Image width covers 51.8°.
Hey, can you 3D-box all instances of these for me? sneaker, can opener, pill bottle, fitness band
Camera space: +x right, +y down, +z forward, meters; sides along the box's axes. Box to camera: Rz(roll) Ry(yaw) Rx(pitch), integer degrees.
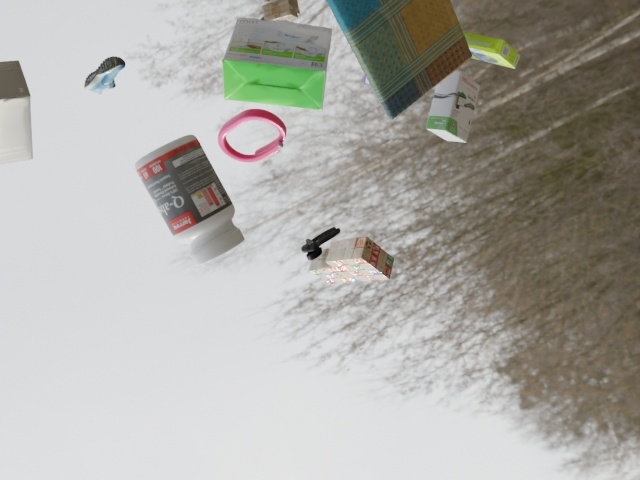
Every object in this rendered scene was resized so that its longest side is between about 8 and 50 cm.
[{"bbox_3d":[-0.666,-0.517,2.071,0.073,0.162,0.063,33,-141,-46],"label":"sneaker"},{"bbox_3d":[0.000,0.000,2.471,0.186,0.059,0.073,-40,-48,-33],"label":"can opener"},{"bbox_3d":[-0.391,-0.121,2.015,0.363,0.210,0.210,62,-154,-8],"label":"pill bottle"},{"bbox_3d":[-0.265,-0.398,2.531,0.209,0.291,0.054,35,-133,-34],"label":"fitness band"}]

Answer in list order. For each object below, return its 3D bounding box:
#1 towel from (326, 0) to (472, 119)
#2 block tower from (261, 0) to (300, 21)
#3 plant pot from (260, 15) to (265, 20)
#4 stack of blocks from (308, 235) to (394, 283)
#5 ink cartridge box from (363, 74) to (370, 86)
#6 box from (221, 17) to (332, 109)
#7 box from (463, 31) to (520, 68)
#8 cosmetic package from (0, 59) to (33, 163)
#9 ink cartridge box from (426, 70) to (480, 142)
[{"bbox_3d":[0.175,-0.495,1.467,0.370,0.271,0.040,58,169,-31],"label":"towel"},{"bbox_3d":[-0.148,-0.830,1.994,0.091,0.097,0.335,-20,-80,-70],"label":"block tower"},{"bbox_3d":[-0.168,-0.736,2.311,0.079,0.083,0.083,21,-131,-66],"label":"plant pot"},{"bbox_3d":[0.098,0.078,2.417,0.171,0.297,0.087,36,-121,-36],"label":"stack of blocks"},{"bbox_3d":[0.247,-0.621,1.951,0.270,0.151,0.395,98,-169,-61],"label":"ink cartridge box"},{"bbox_3d":[-0.109,-0.472,1.738,0.231,0.262,0.126,-84,0,-46],"label":"box"},{"bbox_3d":[0.413,-0.499,1.705,0.109,0.178,0.042,12,-77,-51],"label":"box"},{"bbox_3d":[-0.680,-0.261,1.384,0.127,0.238,0.107,-13,-114,-29],"label":"cosmetic package"},{"bbox_3d":[0.475,-0.479,2.355,0.160,0.093,0.219,13,-89,-50],"label":"ink cartridge box"}]
